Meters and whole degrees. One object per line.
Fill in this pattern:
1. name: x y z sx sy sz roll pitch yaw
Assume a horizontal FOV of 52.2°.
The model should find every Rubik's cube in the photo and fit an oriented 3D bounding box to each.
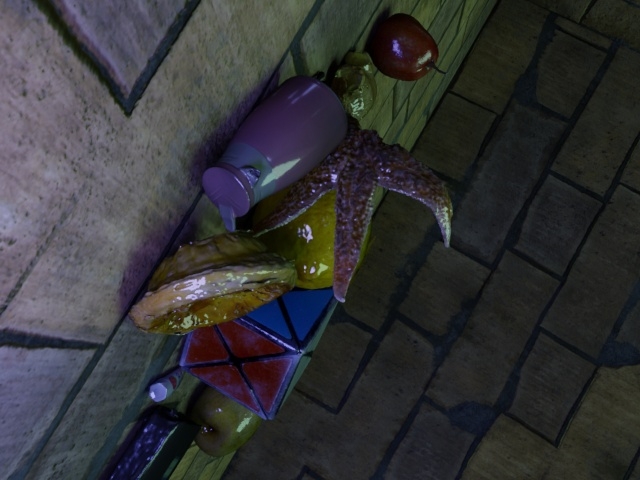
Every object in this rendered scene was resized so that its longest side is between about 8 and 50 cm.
1. Rubik's cube: -0.132 0.190 1.462 0.260 0.259 0.255 -54 171 -53

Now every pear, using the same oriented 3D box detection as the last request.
1. pear: -0.258 0.484 1.840 0.211 0.188 0.229 -32 151 -56

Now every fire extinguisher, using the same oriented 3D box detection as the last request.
1. fire extinguisher: -0.006 -0.308 1.303 0.046 0.032 0.100 -54 -179 30

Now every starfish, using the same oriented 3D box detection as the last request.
1. starfish: 0.056 -0.101 1.193 0.384 0.398 0.132 -51 155 -8

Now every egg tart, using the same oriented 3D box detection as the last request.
1. egg tart: -0.181 0.069 1.080 0.290 0.115 0.290 -20 166 -5

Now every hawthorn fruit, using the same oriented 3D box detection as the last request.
1. hawthorn fruit: 0.221 -0.447 1.565 0.163 0.203 0.163 -56 172 -11

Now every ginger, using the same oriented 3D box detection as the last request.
1. ginger: 0.069 -0.324 1.432 0.216 0.102 0.157 -52 161 -55

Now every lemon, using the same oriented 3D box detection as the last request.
1. lemon: -0.014 -0.037 1.382 0.310 0.253 0.254 -82 -169 -49

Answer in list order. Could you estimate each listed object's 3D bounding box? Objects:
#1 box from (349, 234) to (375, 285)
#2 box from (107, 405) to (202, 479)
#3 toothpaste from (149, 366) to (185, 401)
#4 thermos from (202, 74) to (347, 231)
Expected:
1. box: 0.000 0.000 1.625 0.070 0.237 0.152 -37 154 -57
2. box: -0.418 0.558 1.525 0.350 0.091 0.359 -57 170 -16
3. toothpaste: -0.327 0.313 1.438 0.067 0.042 0.194 -64 176 3
4. thermos: -0.089 -0.142 1.074 0.176 0.146 0.265 -23 -159 50
